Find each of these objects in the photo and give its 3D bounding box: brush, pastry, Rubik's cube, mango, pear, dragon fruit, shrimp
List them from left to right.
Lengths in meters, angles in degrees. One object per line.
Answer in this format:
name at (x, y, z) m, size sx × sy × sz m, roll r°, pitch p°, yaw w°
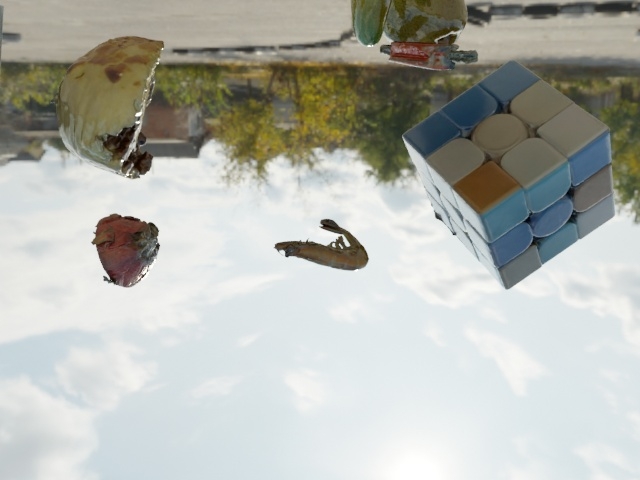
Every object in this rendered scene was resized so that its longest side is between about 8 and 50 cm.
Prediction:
pastry at (-0.363, -0.234, 1.129) m, size 0.171 × 0.236 × 0.256 m, roll 11°, pitch 179°, yaw -10°
dragon fruit at (-0.529, 0.016, 1.901) m, size 0.148 × 0.218 × 0.224 m, roll -18°, pitch 175°, yaw 9°
shrimp at (0.000, -0.001, 1.141) m, size 0.179 × 0.034 × 0.124 m, roll 10°, pitch -141°, yaw -18°
mango at (0.107, -0.500, 1.371) m, size 0.092 × 0.194 × 0.130 m, roll 2°, pitch -159°, yaw -5°
pear at (0.234, -0.531, 1.547) m, size 0.211 × 0.188 × 0.229 m, roll 42°, pitch -152°, yaw 14°
brush at (0.219, -0.383, 1.377) m, size 0.071 × 0.051 × 0.323 m, roll -5°, pitch -161°, yaw -23°
Rubik's cube at (0.459, -0.157, 1.614) m, size 0.344 × 0.346 × 0.347 m, roll -36°, pitch -129°, yaw 0°

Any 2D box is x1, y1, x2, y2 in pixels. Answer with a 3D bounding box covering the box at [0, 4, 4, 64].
box at (-0.796, -0.417, 1.474) m, size 0.155 × 0.242 × 0.067 m, roll 3°, pitch 175°, yaw -39°
